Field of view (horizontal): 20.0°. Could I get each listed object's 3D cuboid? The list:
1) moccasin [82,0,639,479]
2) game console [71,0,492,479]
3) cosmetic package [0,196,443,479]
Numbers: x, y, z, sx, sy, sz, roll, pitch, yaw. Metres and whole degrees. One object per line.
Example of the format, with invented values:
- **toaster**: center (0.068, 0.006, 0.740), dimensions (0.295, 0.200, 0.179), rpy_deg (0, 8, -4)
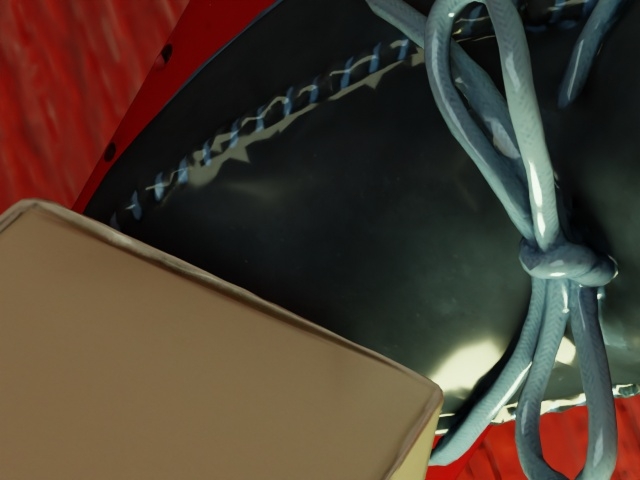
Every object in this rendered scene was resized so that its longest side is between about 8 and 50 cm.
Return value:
- **moccasin**: center (0.086, -0.033, 0.398), dimensions (0.342, 0.117, 0.138), rpy_deg (-26, 111, 15)
- **game console**: center (0.000, 0.000, 0.526), dimensions (0.124, 0.085, 0.144), rpy_deg (27, 107, -16)
- **cosmetic package**: center (-0.075, 0.166, 0.431), dimensions (0.113, 0.160, 0.309), rpy_deg (24, 132, 17)
